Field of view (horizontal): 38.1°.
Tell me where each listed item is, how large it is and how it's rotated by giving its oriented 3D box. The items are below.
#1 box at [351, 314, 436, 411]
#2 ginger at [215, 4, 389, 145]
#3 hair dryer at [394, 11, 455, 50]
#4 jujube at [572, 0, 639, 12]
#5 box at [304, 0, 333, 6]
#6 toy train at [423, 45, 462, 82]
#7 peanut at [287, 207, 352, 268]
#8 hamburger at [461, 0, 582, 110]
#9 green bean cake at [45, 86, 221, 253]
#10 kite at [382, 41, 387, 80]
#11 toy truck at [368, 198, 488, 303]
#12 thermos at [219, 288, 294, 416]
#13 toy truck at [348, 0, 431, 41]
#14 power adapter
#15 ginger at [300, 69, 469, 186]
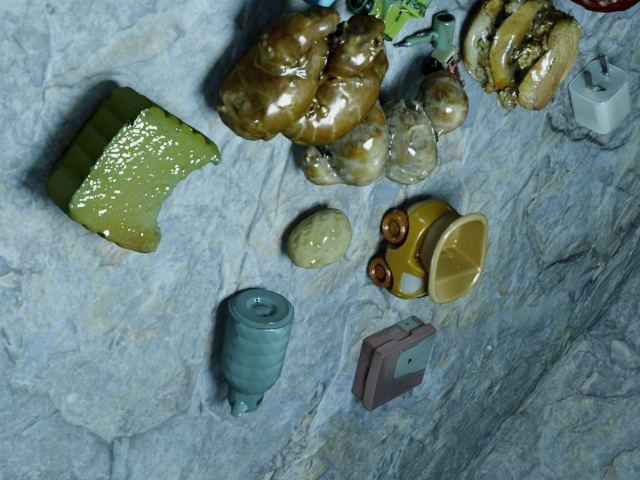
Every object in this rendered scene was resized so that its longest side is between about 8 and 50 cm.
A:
[{"bbox_3d":[0.199,0.335,2.545,0.215,0.086,0.215,-20,134,-36],"label":"box"},{"bbox_3d":[-0.012,-0.301,1.680,0.357,0.152,0.274,0,126,-44],"label":"ginger"},{"bbox_3d":[0.216,-0.421,1.937,0.150,0.047,0.071,-23,138,-25],"label":"hair dryer"},{"bbox_3d":[0.616,-0.648,2.007,0.258,0.258,0.376,-54,149,4],"label":"jujube"},{"bbox_3d":[-0.015,-0.518,1.558,0.142,0.083,0.232,-48,146,-5],"label":"box"},{"bbox_3d":[0.276,-0.365,2.044,0.087,0.050,0.138,-48,145,-10],"label":"toy train"},{"bbox_3d":[0.000,0.000,2.008,0.159,0.109,0.140,-40,143,-19],"label":"peanut"},{"bbox_3d":[0.450,-0.430,2.040,0.245,0.211,0.260,-49,151,-16],"label":"hamburger"},{"bbox_3d":[-0.312,-0.117,1.547,0.236,0.124,0.233,-53,144,2],"label":"green bean cake"},{"bbox_3d":[0.048,-0.316,1.864,0.245,0.015,0.141,-38,142,-18],"label":"kite"},{"bbox_3d":[0.264,0.025,2.239,0.204,0.211,0.288,-14,127,-39],"label":"toy truck"},{"bbox_3d":[-0.146,0.245,2.053,0.182,0.145,0.287,-62,167,-54],"label":"thermos"},{"bbox_3d":[0.172,-0.496,1.741,0.128,0.135,0.259,19,109,-53],"label":"toy truck"},{"bbox_3d":[0.737,-0.403,2.454,0.130,0.125,0.205,-43,143,-10],"label":"power adapter"},{"bbox_3d":[0.126,-0.212,1.910,0.375,0.176,0.256,-17,144,-25],"label":"ginger"}]
